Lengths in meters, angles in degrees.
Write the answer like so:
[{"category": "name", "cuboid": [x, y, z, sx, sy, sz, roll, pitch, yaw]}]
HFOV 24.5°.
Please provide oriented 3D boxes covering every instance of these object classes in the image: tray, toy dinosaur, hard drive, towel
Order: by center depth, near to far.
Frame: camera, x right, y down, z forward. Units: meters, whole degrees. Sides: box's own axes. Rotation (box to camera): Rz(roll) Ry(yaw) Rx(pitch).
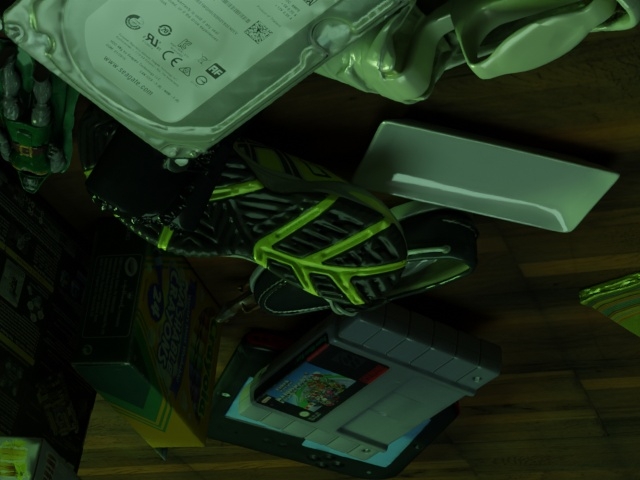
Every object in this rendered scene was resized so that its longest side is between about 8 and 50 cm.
[{"category": "hard drive", "cuboid": [-0.084, -0.225, 1.264, 0.339, 0.064, 0.237, -34, 128, 26]}, {"category": "tray", "cuboid": [0.179, -0.077, 1.633, 0.270, 0.030, 0.145, 12, 150, -10]}, {"category": "toy dinosaur", "cuboid": [-0.038, 0.058, 1.913, 0.212, 0.064, 0.112, -10, 162, 4]}, {"category": "towel", "cuboid": [0.446, 0.105, 1.917, 0.102, 0.021, 0.237, -21, 141, 41]}]

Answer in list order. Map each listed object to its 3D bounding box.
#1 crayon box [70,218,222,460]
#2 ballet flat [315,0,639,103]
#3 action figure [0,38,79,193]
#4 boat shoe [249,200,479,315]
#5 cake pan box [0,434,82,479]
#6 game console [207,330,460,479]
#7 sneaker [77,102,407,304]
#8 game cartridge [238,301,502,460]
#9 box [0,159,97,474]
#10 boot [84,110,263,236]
[{"category": "crayon box", "cuboid": [-0.208, 0.136, 1.917, 0.083, 0.203, 0.323, -3, 150, 15]}, {"category": "ballet flat", "cuboid": [0.116, -0.196, 1.328, 0.400, 0.139, 0.139, -14, 145, 33]}, {"category": "action figure", "cuboid": [-0.318, -0.126, 1.610, 0.137, 0.063, 0.232, 16, 148, 4]}, {"category": "boat shoe", "cuboid": [0.046, 0.038, 1.753, 0.303, 0.091, 0.114, -25, 142, 27]}, {"category": "cake pan box", "cuboid": [-0.400, 0.301, 1.740, 0.246, 0.070, 0.267, 3, 152, 15]}, {"category": "game console", "cuboid": [0.005, 0.262, 2.252, 0.342, 0.060, 0.386, 12, 150, -11]}, {"category": "sneaker", "cuboid": [-0.089, -0.045, 1.625, 0.385, 0.145, 0.147, 27, -166, -3]}, {"category": "game cartridge", "cuboid": [0.057, 0.198, 2.035, 0.230, 0.068, 0.355, 19, 145, -22]}, {"category": "box", "cuboid": [-0.391, 0.097, 1.767, 0.097, 0.318, 0.395, -5, 150, 21]}, {"category": "boot", "cuboid": [-0.176, -0.123, 1.451, 0.246, 0.094, 0.207, 25, 105, -37]}]
